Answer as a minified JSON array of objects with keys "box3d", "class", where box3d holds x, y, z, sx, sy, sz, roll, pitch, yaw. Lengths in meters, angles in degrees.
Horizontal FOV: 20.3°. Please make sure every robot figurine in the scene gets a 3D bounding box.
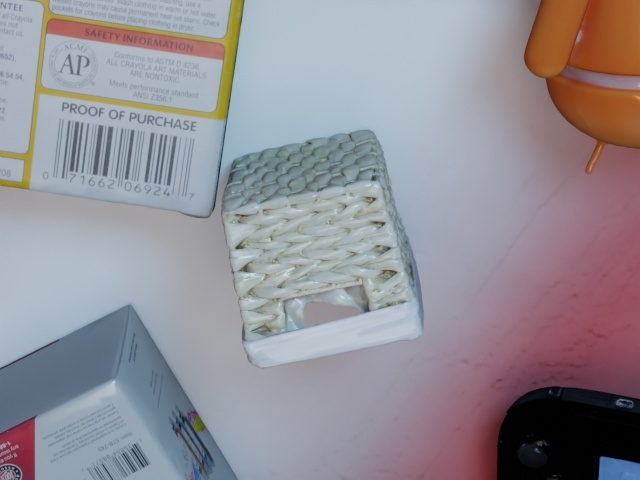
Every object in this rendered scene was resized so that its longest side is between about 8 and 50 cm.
[{"box3d":[0.199,-0.152,1.106,0.128,0.158,0.219,4,112,15],"class":"robot figurine"}]

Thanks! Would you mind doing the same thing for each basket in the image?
[{"box3d":[0.000,0.000,1.142,0.113,0.167,0.103,-12,106,3],"class":"basket"}]

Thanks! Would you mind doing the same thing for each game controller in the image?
[{"box3d":[0.276,0.190,1.216,0.319,0.067,0.166,10,121,18],"class":"game controller"}]

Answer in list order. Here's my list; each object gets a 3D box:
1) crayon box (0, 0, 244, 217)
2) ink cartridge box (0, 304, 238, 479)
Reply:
[{"box3d":[-0.143,-0.189,1.110,0.203,0.083,0.323,8,111,-4],"class":"crayon box"},{"box3d":[-0.144,0.163,1.219,0.128,0.127,0.176,-26,109,8],"class":"ink cartridge box"}]
